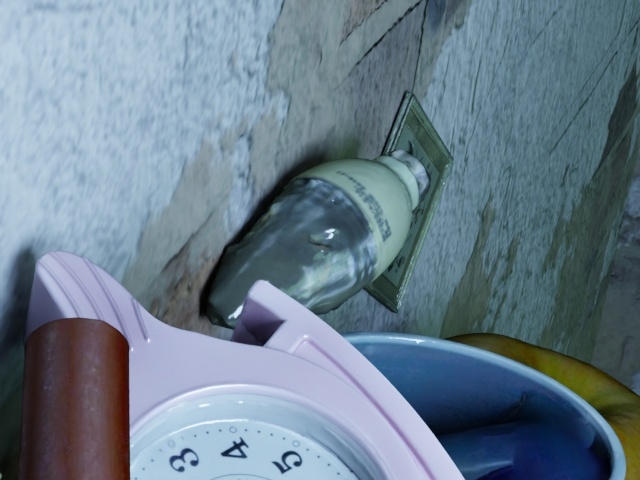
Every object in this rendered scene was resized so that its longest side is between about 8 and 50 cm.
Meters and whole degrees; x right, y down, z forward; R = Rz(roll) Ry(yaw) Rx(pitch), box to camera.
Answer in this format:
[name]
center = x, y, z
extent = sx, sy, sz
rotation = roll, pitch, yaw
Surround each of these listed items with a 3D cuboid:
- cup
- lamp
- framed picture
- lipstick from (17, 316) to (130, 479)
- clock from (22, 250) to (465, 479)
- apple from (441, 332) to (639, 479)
[cup]
center = 0.026, 0.251, 1.293
extent = 0.257, 0.331, 0.311
rotation = -29, 135, -56
[lamp]
center = 0.000, 0.000, 1.326
extent = 0.250, 0.101, 0.101
rotation = -38, 145, -41
[framed picture]
center = 0.076, -0.030, 1.670
extent = 0.231, 0.010, 0.173
rotation = 38, 71, -72
[lipstick]
center = -0.109, 0.190, 0.774
extent = 0.057, 0.057, 0.356
rotation = 86, -1, -51
[clock]
center = -0.085, 0.134, 0.918
extent = 0.275, 0.290, 0.080
rotation = -24, 151, -29
[apple]
center = 0.179, 0.267, 1.677
extent = 0.400, 0.400, 0.333
rotation = -45, 145, -56
